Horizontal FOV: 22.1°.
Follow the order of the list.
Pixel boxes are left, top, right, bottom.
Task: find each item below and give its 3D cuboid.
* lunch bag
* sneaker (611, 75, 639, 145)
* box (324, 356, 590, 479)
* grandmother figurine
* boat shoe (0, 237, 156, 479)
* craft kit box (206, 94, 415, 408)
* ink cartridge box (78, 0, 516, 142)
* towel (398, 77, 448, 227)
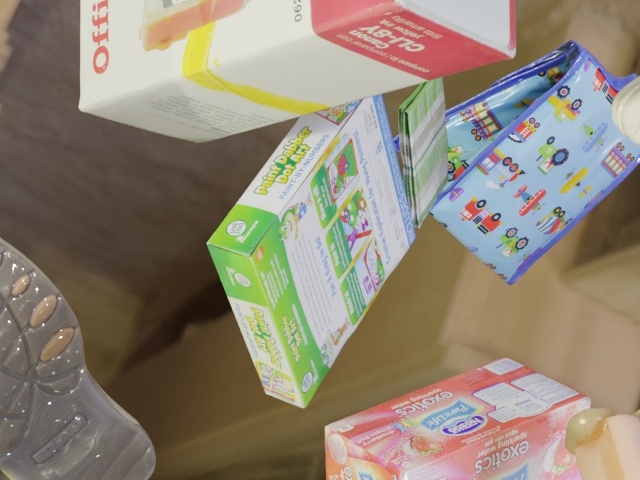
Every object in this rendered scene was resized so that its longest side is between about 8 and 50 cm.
[{"bbox_3d":[0.280,-0.114,2.063,0.293,0.138,0.221,-35,136,16],"label":"lunch bag"},{"bbox_3d":[0.375,-0.159,1.534,0.080,0.212,0.094,44,-171,-23],"label":"sneaker"},{"bbox_3d":[0.167,0.265,1.966,0.300,0.142,0.154,-17,-154,-35],"label":"box"},{"bbox_3d":[0.336,0.322,1.640,0.207,0.342,0.104,-8,137,-8],"label":"grandmother figurine"},{"bbox_3d":[-0.252,0.099,1.273,0.130,0.132,0.355,37,159,39],"label":"boat shoe"},{"bbox_3d":[0.000,0.000,1.643,0.061,0.247,0.250,15,145,26],"label":"craft kit box"},{"bbox_3d":[-0.032,-0.262,1.420,0.384,0.279,0.160,-13,163,41],"label":"ink cartridge box"},{"bbox_3d":[0.111,-0.104,1.799,0.023,0.113,0.152,8,126,21],"label":"towel"}]
